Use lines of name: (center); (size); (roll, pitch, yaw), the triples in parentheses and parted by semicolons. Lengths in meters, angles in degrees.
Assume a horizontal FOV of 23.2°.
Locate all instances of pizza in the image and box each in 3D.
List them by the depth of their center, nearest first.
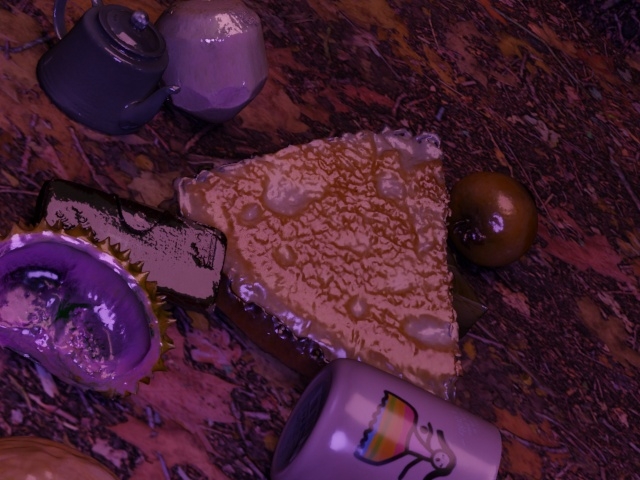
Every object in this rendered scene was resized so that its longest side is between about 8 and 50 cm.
pizza: (-0.015, 0.021, 1.965); (0.392, 0.080, 0.435); (9, 55, -17)

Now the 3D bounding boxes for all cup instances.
cup: (0.054, 0.270, 1.707); (0.200, 0.191, 0.253); (29, 64, -11)

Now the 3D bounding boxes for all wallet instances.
wallet: (-0.223, 0.004, 1.823); (0.232, 0.031, 0.122); (17, 57, -17)

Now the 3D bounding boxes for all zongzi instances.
zongzi: (0.107, 0.031, 2.142); (0.205, 0.094, 0.204); (15, 41, -35)

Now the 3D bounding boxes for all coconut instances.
coconut: (-0.157, -0.249, 2.183); (0.171, 0.183, 0.171); (-2, 24, 1)

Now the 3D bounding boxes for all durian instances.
durian: (-0.272, 0.053, 1.655); (0.260, 0.186, 0.154); (40, 33, -25)

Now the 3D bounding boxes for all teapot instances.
teapot: (-0.276, -0.253, 2.058); (0.162, 0.149, 0.239); (-10, 56, -51)

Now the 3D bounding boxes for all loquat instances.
loquat: (0.258, -0.033, 2.360); (0.163, 0.137, 0.163); (30, 46, -36)

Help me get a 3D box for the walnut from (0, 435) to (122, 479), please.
walnut: (-0.250, 0.273, 1.348); (0.221, 0.195, 0.195); (28, 31, -33)
